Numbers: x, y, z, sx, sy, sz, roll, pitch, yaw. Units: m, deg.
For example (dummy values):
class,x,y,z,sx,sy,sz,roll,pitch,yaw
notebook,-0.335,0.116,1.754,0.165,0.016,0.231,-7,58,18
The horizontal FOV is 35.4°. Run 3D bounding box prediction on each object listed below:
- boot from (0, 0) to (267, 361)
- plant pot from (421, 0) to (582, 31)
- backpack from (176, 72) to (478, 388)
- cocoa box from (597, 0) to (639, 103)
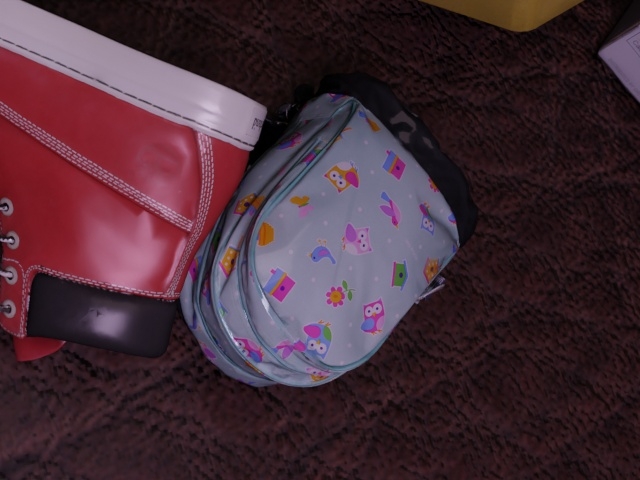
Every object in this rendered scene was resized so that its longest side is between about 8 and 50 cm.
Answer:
class,x,y,z,sx,sy,sz,roll,pitch,yaw
boot,-0.172,-0.038,0.525,0.244,0.088,0.176,25,95,5
plant pot,0.125,-0.263,0.667,0.212,0.212,0.187,-32,135,-33
backpack,0.000,0.000,0.582,0.152,0.115,0.182,48,62,-10
cocoa box,0.442,-0.214,0.822,0.231,0.228,0.347,45,59,-8
